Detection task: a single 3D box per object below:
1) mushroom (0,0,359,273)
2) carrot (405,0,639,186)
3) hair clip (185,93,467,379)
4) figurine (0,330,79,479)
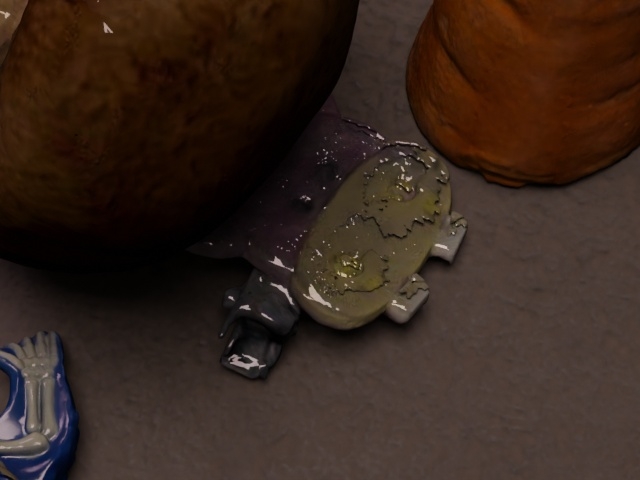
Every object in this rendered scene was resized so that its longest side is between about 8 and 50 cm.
[{"bbox_3d":[-0.161,-0.131,1.010,0.356,0.331,0.334,16,84,1],"label":"mushroom"},{"bbox_3d":[0.138,-0.144,1.065,0.159,0.225,0.159,1,67,-3],"label":"carrot"},{"bbox_3d":[0.001,-0.003,1.095,0.146,0.056,0.187,31,68,7],"label":"hair clip"},{"bbox_3d":[-0.204,0.142,1.000,0.121,0.164,0.262,-41,53,25],"label":"figurine"}]
